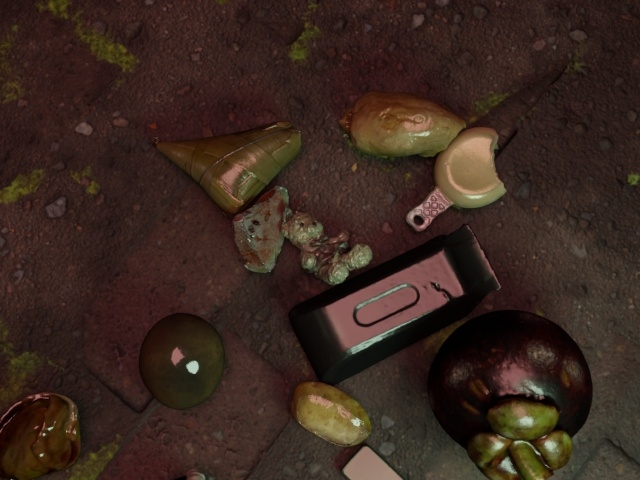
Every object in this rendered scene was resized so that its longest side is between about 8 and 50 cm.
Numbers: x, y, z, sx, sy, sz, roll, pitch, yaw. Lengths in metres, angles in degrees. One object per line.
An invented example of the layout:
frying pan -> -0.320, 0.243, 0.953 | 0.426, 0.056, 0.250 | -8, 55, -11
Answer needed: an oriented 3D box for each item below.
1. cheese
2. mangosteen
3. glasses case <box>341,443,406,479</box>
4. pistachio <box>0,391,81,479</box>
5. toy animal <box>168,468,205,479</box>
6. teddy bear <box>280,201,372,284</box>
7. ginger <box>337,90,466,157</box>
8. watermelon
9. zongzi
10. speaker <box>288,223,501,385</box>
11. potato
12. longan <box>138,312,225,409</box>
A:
cheese -> 0.273, -0.132, 1.821 | 0.249, 0.071, 0.163 | -22, 80, -3
mangosteen -> 0.353, 0.298, 1.606 | 0.307, 0.306, 0.346 | 4, 42, 1
glasses case -> 0.131, 0.489, 1.719 | 0.184, 0.039, 0.078 | 43, 83, 7
pistachio -> -0.554, 0.392, 1.696 | 0.165, 0.130, 0.210 | 42, 92, -4
toy animal -> -0.241, 0.550, 1.652 | 0.204, 0.156, 0.208 | 43, 99, 4
teddy bear -> 0.001, 0.019, 1.785 | 0.133, 0.111, 0.213 | -25, 54, -36
ginger -> 0.163, -0.235, 1.802 | 0.267, 0.152, 0.138 | 11, 78, 8
watermelon -> -0.135, -0.034, 1.782 | 0.071, 0.139, 0.187 | 6, 78, 35
zongzi -> -0.191, -0.199, 1.824 | 0.256, 0.115, 0.228 | 39, 78, 17
speaker -> 0.138, 0.124, 1.715 | 0.388, 0.184, 0.180 | -27, 81, -4
potato -> 0.021, 0.342, 1.722 | 0.171, 0.080, 0.107 | 24, 103, -2
longan -> -0.271, 0.236, 1.712 | 0.168, 0.167, 0.187 | 0, 101, 0
